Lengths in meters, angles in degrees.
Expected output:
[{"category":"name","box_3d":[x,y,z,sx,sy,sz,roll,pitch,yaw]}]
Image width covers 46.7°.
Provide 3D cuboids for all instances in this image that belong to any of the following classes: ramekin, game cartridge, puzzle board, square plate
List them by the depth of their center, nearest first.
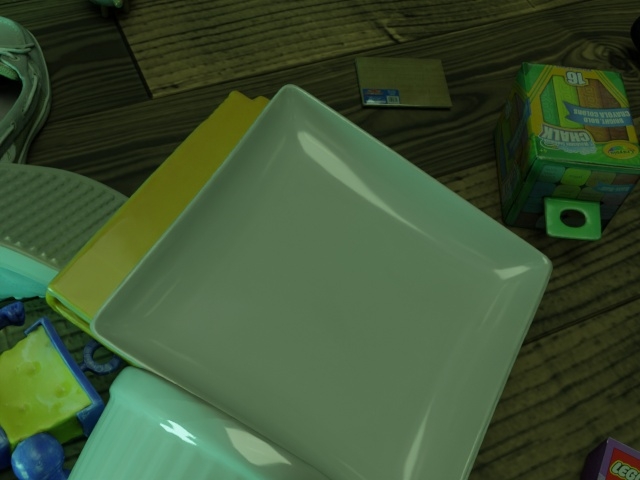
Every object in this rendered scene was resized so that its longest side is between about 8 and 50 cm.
[{"category":"ramekin","box_3d":[-0.074,0.222,0.564,0.272,0.273,0.127,28,69,12]},{"category":"square plate","box_3d":[0.024,0.054,0.710,0.347,0.049,0.344,34,58,-1]},{"category":"game cartridge","box_3d":[-0.058,0.022,0.755,0.285,0.053,0.324,36,57,0]},{"category":"puzzle board","box_3d":[0.117,-0.224,1.056,0.128,0.011,0.096,0,56,-8]}]

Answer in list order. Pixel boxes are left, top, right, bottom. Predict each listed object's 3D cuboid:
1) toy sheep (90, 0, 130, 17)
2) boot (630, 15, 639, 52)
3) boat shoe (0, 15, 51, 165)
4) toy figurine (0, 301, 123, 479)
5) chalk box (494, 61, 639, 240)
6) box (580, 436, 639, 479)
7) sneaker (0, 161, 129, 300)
[{"category":"toy sheep","box_3d":[-0.304,-0.373,1.056,0.091,0.091,0.132,-22,61,-22]},{"category":"boot","box_3d":[0.522,-0.218,1.055,0.246,0.094,0.207,41,55,13]},{"category":"boat shoe","box_3d":[-0.398,-0.164,0.883,0.118,0.103,0.321,2,55,-7]},{"category":"toy figurine","box_3d":[-0.253,0.153,0.634,0.217,0.191,0.362,-29,64,-31]},{"category":"chalk box","box_3d":[0.302,-0.096,0.915,0.132,0.132,0.213,5,54,-3]},{"category":"box","box_3d":[0.360,0.336,0.659,0.293,0.057,0.201,26,56,11]},{"category":"sneaker","box_3d":[-0.327,0.006,0.768,0.365,0.150,0.135,19,50,-24]}]
